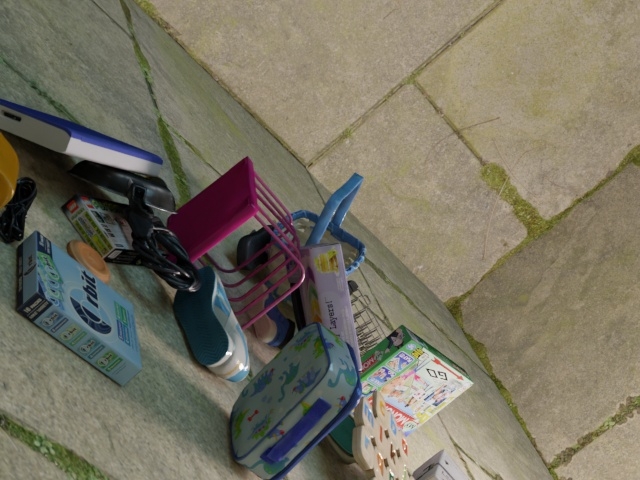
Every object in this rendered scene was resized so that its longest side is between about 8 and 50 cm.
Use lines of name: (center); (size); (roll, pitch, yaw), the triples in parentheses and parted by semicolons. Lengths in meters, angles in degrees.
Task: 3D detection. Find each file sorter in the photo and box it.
file sorter: (-0.155, 0.009, 1.987); (0.182, 0.202, 0.291); (50, 9, -20)

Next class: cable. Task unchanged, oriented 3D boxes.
cable: (-0.253, 0.027, 1.745); (0.184, 0.047, 0.150); (54, 5, 39)

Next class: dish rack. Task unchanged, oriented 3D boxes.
dish rack: (0.091, 0.231, 2.479); (0.271, 0.074, 0.208); (59, 25, -4)

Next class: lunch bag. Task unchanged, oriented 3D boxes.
lunch bag: (-0.039, 0.241, 1.575); (0.090, 0.219, 0.176); (39, 12, -20)

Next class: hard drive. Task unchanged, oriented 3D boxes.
hard drive: (-0.411, -0.170, 1.715); (0.210, 0.040, 0.318); (22, 3, 16)

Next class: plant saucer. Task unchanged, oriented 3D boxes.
plant saucer: (-0.346, 0.031, 1.602); (0.083, 0.013, 0.083); (48, 9, -11)

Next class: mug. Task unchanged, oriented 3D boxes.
mug: (-0.326, -0.105, 2.059); (0.078, 0.062, 0.064); (55, 1, -8)

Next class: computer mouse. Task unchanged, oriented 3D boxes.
computer mouse: (-0.480, -0.125, 1.458); (0.262, 0.060, 0.184); (47, 11, -19)

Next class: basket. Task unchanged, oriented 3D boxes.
basket: (0.000, 0.000, 2.337); (0.201, 0.289, 0.255); (33, 21, 6)

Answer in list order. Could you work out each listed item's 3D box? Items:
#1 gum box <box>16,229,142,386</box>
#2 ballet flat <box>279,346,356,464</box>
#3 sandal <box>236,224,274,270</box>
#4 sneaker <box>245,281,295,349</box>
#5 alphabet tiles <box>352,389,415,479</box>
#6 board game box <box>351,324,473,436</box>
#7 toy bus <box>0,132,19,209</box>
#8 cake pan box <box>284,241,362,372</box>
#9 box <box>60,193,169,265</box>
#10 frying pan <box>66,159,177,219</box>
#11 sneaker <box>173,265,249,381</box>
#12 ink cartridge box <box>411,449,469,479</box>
gum box: (-0.321, 0.089, 1.418); (0.184, 0.041, 0.157); (43, 12, -31)
ballet flat: (0.000, 0.305, 1.957); (0.248, 0.086, 0.086); (55, 11, 17)
sandal: (-0.142, 0.013, 2.373); (0.254, 0.054, 0.097); (-4, 97, -73)
sneaker: (-0.094, 0.154, 2.104); (0.084, 0.058, 0.152); (35, 22, -38)
alphabet tiles: (0.121, 0.417, 1.911); (0.278, 0.021, 0.284); (-84, 150, -52)
board game box: (0.172, 0.307, 2.260); (0.317, 0.213, 0.046); (37, 16, -51)
toy bus: (-0.506, -0.159, 1.263); (0.332, 0.130, 0.108); (45, 12, -27)
cake pan box: (0.000, 0.128, 2.060); (0.267, 0.070, 0.246); (178, -96, -77)
box: (-0.333, -0.014, 1.754); (0.114, 0.036, 0.207); (52, 10, 13)
frying pan: (-0.332, -0.090, 1.743); (0.197, 0.053, 0.326); (21, 1, 0)
sneaker: (-0.178, 0.138, 1.767); (0.092, 0.087, 0.229); (50, 14, -44)
ink cartridge box: (0.255, 0.531, 2.150); (0.160, 0.092, 0.219); (50, 10, 5)
